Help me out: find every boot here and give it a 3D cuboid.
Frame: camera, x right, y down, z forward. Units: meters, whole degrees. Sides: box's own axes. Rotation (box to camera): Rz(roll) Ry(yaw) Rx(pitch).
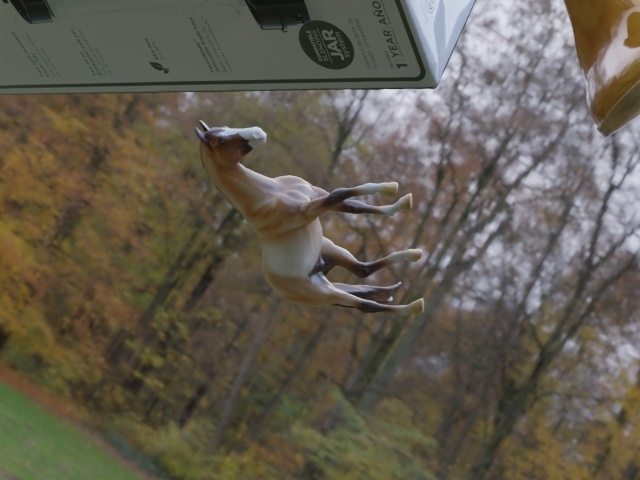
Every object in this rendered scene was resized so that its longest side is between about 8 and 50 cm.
[{"bbox_3d":[0.182,-0.190,0.778,0.211,0.104,0.295,55,23,0],"label":"boot"}]

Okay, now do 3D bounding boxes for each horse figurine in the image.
[{"bbox_3d":[0.000,0.000,1.008,0.174,0.066,0.263,2,-34,16],"label":"horse figurine"}]

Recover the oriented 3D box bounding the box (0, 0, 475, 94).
[{"bbox_3d":[-0.083,-0.161,0.556,0.289,0.087,0.169,2,-41,30],"label":"box"}]
